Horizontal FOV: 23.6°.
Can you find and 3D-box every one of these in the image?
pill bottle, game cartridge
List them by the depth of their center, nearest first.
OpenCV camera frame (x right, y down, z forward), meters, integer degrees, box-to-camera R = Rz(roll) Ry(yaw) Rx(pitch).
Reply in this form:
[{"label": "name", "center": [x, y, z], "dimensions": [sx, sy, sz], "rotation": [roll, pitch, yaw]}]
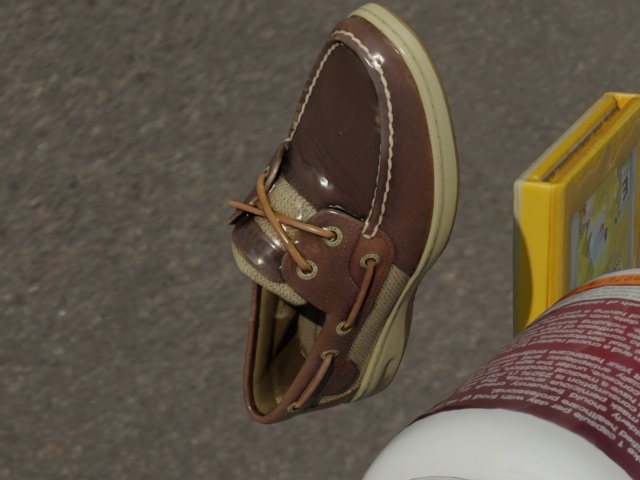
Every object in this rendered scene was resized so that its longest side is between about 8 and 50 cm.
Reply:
[{"label": "pill bottle", "center": [0.157, 0.180, 0.986], "dimensions": [0.392, 0.224, 0.224], "rotation": [-30, 100, -53]}, {"label": "game cartridge", "center": [0.257, 0.048, 1.496], "dimensions": [0.285, 0.052, 0.324], "rotation": [-40, 131, -55]}]

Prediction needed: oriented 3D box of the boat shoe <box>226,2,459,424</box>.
[{"label": "boat shoe", "center": [0.000, 0.000, 1.046], "dimensions": [0.123, 0.342, 0.123], "rotation": [-22, 54, -30]}]
